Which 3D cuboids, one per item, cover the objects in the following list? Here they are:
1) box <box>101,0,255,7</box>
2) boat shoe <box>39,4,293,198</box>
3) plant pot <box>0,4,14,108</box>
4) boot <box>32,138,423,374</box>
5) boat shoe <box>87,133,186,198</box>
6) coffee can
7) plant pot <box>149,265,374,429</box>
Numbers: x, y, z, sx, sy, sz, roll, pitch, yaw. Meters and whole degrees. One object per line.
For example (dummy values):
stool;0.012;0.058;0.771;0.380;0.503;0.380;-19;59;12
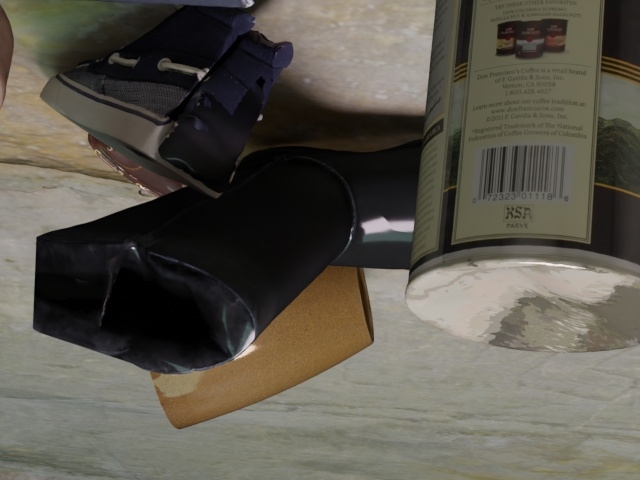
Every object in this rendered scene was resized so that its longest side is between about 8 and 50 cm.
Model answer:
box;-0.220;-0.312;0.827;0.395;0.294;0.212;3;156;8
boat shoe;-0.141;-0.150;1.404;0.127;0.158;0.340;34;175;-34
plant pot;-0.347;-0.227;1.135;0.263;0.229;0.263;6;157;3
boot;-0.002;0.000;1.380;0.367;0.146;0.445;-3;-171;22
boat shoe;-0.159;-0.077;1.627;0.073;0.073;0.207;-12;143;40
coffee can;0.174;-0.075;1.139;0.201;0.275;0.201;6;160;2
plant pot;-0.070;0.091;1.824;0.254;0.237;0.237;-10;154;7
